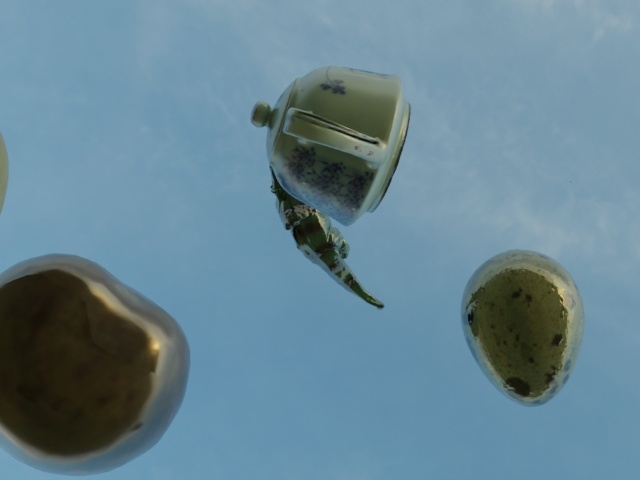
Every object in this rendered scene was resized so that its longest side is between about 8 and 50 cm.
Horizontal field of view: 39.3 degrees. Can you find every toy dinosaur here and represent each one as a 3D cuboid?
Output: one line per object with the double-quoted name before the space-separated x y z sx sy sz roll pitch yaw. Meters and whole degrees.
"toy dinosaur" -0.002 -0.010 1.379 0.079 0.120 0.292 -30 -57 11

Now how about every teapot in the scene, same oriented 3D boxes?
"teapot" 0.001 -0.104 0.883 0.159 0.232 0.159 -1 -82 -5

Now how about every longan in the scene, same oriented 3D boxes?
"longan" -0.423 0.215 1.554 0.404 0.336 0.405 0 -64 -1

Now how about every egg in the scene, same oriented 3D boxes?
"egg" 0.293 0.126 1.299 0.177 0.177 0.228 -6 -99 16

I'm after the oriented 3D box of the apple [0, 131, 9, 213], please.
"apple" -0.439 -0.075 0.991 0.200 0.200 0.200 1 -86 16
